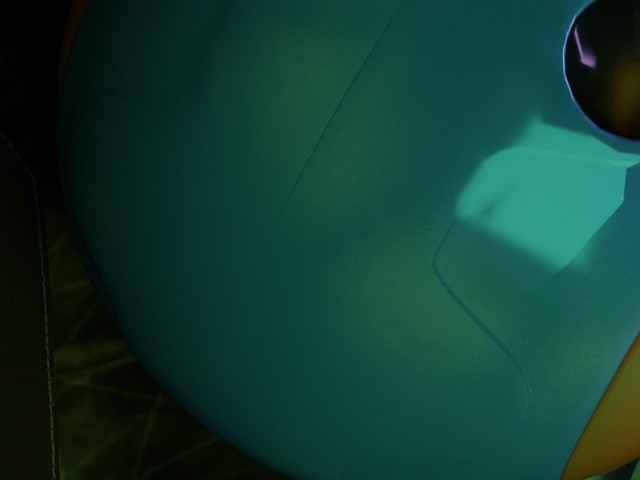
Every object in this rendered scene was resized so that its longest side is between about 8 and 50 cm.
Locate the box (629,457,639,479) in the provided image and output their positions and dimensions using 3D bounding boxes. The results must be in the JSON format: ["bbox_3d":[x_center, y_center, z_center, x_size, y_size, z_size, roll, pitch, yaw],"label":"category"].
[{"bbox_3d":[0.255,0.170,1.053,0.213,0.117,0.243,-8,128,-42],"label":"box"}]

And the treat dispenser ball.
[{"bbox_3d":[0.045,-0.045,0.745,0.288,0.288,0.288,-15,119,-28],"label":"treat dispenser ball"}]

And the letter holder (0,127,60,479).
[{"bbox_3d":[-0.238,-0.014,0.677,0.152,0.214,0.302,-26,135,18],"label":"letter holder"}]

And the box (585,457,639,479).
[{"bbox_3d":[0.118,0.090,1.015,0.109,0.042,0.178,-19,120,-27],"label":"box"}]
